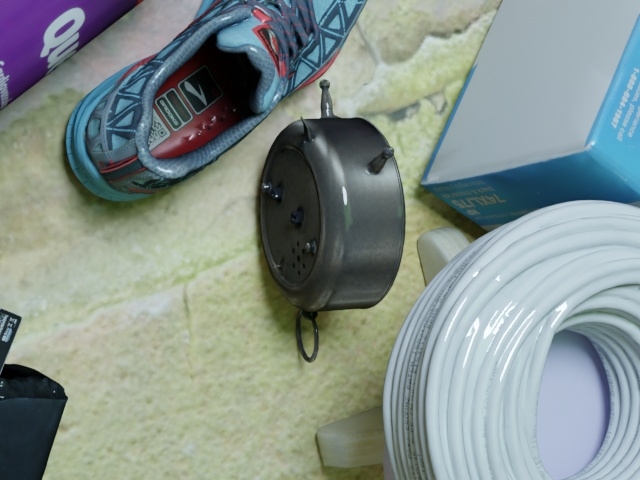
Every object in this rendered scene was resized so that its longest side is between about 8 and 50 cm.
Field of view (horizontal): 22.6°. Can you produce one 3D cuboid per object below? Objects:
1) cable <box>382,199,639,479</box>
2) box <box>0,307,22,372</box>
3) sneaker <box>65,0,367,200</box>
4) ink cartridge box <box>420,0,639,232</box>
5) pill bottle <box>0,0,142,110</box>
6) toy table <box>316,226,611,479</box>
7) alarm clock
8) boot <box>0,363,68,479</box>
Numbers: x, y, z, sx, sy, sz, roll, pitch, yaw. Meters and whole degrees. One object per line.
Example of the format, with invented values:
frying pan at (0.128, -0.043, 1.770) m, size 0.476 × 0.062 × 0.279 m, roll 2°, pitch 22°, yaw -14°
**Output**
cable at (0.162, 0.101, 1.001) m, size 0.257 × 0.089 × 0.257 m, roll 46°, pitch 72°, yaw -20°
box at (-0.218, 0.070, 0.925) m, size 0.067 × 0.018 × 0.083 m, roll 26°, pitch 78°, yaw -32°
sneaker at (-0.042, -0.117, 1.049) m, size 0.262 × 0.125 × 0.104 m, roll -47°, pitch 110°, yaw -17°
ink cartridge box at (0.258, -0.062, 1.146) m, size 0.270 × 0.197 × 0.198 m, roll 34°, pitch 69°, yaw -23°
pill bottle at (-0.192, -0.188, 0.944) m, size 0.323 × 0.181 × 0.181 m, roll -41°, pitch 108°, yaw -18°
toy table at (0.137, 0.117, 1.126) m, size 0.274 × 0.161 × 0.252 m, roll -3°, pitch 93°, yaw -26°
alarm clock at (0.000, 0.000, 1.081) m, size 0.064 × 0.129 × 0.192 m, roll -6°, pitch 122°, yaw -24°
boot at (-0.189, 0.187, 1.006) m, size 0.246 × 0.094 × 0.207 m, roll 17°, pitch 88°, yaw -19°
